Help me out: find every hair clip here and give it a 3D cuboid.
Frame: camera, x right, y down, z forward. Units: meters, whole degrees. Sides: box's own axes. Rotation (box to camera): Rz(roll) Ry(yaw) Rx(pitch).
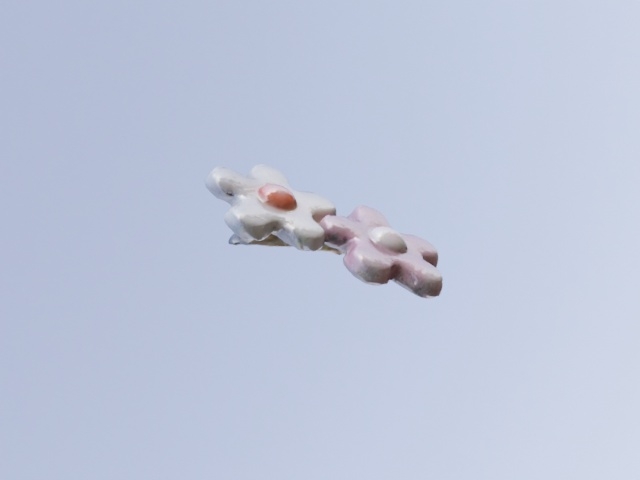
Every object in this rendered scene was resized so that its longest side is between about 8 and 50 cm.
[{"bbox_3d":[0.003,-0.007,1.228,0.146,0.257,0.075,-64,-11,-71],"label":"hair clip"}]
